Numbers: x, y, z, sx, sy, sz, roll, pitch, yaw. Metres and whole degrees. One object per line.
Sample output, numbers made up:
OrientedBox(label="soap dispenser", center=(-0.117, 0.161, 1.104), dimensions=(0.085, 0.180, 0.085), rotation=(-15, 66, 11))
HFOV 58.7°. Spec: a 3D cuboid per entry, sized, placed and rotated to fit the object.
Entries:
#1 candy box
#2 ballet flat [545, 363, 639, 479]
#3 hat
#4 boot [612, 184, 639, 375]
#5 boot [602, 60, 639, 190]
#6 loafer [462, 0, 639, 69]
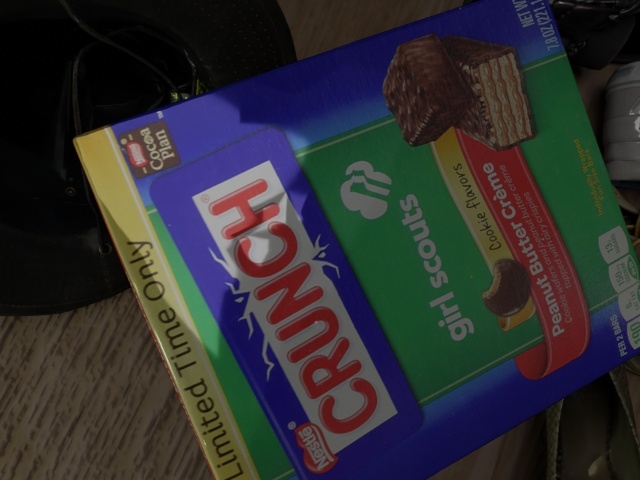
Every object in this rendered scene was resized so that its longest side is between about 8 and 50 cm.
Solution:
OrientedBox(label="candy box", center=(0.039, 0.007, 0.395), dimensions=(0.317, 0.122, 0.268), rotation=(-23, 95, -14))
OrientedBox(label="ballet flat", center=(0.211, 0.168, 0.428), dimensions=(0.084, 0.058, 0.250), rotation=(-1, 52, 17))
OrientedBox(label="hat", center=(-0.189, -0.104, 0.435), dimensions=(0.331, 0.331, 0.134), rotation=(-30, 45, -9))
OrientedBox(label="boot", center=(0.252, -0.007, 0.438), dimensions=(0.095, 0.203, 0.262), rotation=(-31, 85, -10))
OrientedBox(label="boot", center=(0.390, -0.081, 0.531), dimensions=(0.258, 0.095, 0.123), rotation=(10, 87, 4))
OrientedBox(label="loafer", center=(0.286, -0.204, 0.532), dimensions=(0.302, 0.109, 0.095), rotation=(-7, 84, -9))
